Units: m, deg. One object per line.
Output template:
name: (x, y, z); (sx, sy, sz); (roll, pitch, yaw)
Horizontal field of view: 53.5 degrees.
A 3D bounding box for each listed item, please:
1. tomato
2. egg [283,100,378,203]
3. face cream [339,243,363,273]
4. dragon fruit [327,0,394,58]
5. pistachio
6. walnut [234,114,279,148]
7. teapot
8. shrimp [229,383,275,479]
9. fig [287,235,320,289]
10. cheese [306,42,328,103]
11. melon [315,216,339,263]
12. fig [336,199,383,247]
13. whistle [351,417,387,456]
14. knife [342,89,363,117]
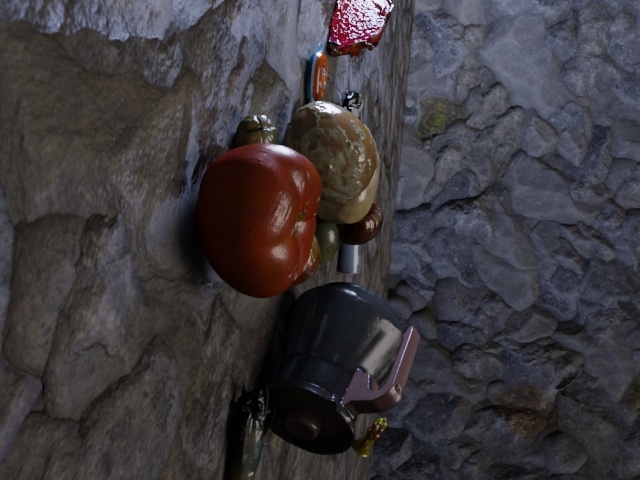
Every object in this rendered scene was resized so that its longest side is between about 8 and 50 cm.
tomato: (-0.103, -0.034, 1.031); (0.260, 0.180, 0.259); (8, 90, -74)
egg: (0.021, -0.198, 1.417); (0.245, 0.203, 0.203); (57, 35, -31)
face cream: (0.112, -0.023, 2.156); (0.107, 0.073, 0.269); (-22, 118, -80)
dragon fruit: (0.119, -0.576, 1.721); (0.126, 0.161, 0.274); (68, 30, -60)
pistachio: (0.069, -0.164, 1.640); (0.299, 0.188, 0.187); (-70, 161, -44)
walnut: (-0.113, -0.182, 1.132); (0.092, 0.092, 0.092); (7, 90, -77)
teapot: (0.052, 0.300, 1.500); (0.305, 0.376, 0.361); (54, 43, -25)
shrimp: (-0.141, 0.420, 1.347); (0.178, 0.075, 0.289); (-52, 147, -80)
fig: (-0.083, -0.018, 1.270); (0.159, 0.159, 0.257); (82, 3, -48)
cheese: (-0.014, -0.352, 1.540); (0.106, 0.037, 0.256); (29, 68, -74)
melon: (0.000, 0.000, 1.653); (0.098, 0.098, 0.130); (-63, 161, -55)
fig: (0.063, -0.042, 1.761); (0.143, 0.231, 0.160); (29, 48, -37)
whistle: (0.107, 0.432, 1.410); (0.109, 0.057, 0.046); (-61, -142, 31)
knife: (0.084, -0.276, 1.939); (0.089, 0.043, 0.365); (1, 99, -39)
